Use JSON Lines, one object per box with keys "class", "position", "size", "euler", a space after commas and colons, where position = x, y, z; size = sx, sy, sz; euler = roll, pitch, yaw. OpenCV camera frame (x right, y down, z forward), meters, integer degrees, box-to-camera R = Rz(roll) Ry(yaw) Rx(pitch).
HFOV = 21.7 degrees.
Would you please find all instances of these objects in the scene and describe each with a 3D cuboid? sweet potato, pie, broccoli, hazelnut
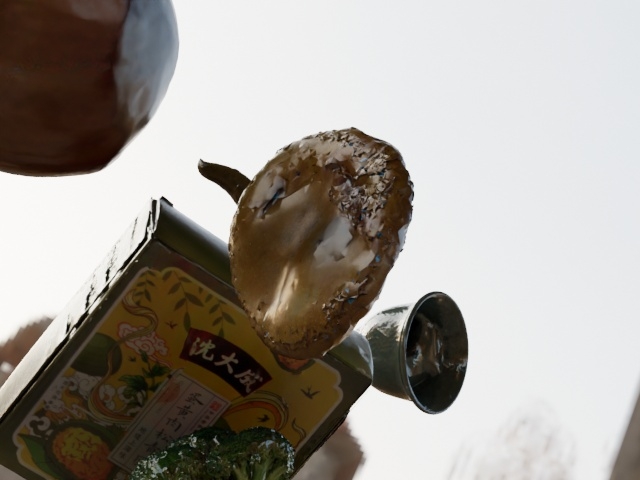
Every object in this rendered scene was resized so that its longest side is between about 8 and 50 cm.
{"class": "sweet potato", "position": [-0.063, -0.036, 2.211], "size": [0.249, 0.069, 0.059], "euler": [26, -31, 9]}
{"class": "pie", "position": [0.001, 0.000, 1.752], "size": [0.069, 0.273, 0.273], "euler": [25, -18, -40]}
{"class": "broccoli", "position": [-0.125, 0.362, 2.114], "size": [0.254, 0.269, 0.269], "euler": [7, -9, -38]}
{"class": "hazelnut", "position": [-0.341, -0.259, 1.982], "size": [0.365, 0.366, 0.366], "euler": [21, -23, 9]}

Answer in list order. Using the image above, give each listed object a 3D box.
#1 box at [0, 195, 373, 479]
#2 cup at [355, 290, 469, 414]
{"class": "box", "position": [-0.196, 0.210, 2.267], "size": [0.373, 0.420, 0.138], "euler": [35, 18, -17]}
{"class": "cup", "position": [0.129, 0.179, 2.716], "size": [0.150, 0.199, 0.199], "euler": [1, -32, 36]}
